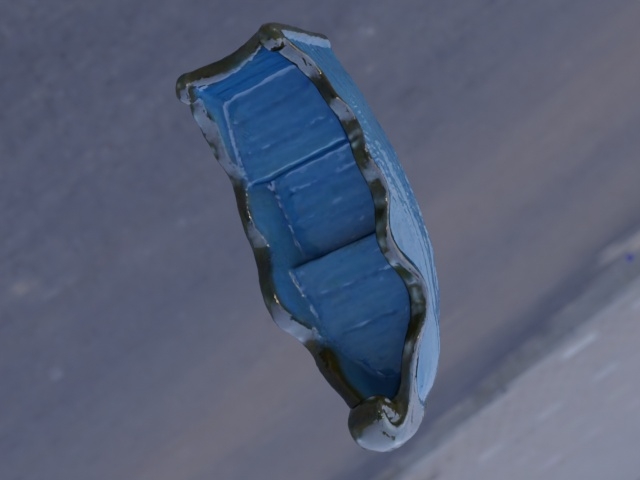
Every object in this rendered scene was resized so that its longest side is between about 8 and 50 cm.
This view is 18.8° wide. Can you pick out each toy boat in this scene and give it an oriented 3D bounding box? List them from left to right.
[{"bbox_3d":[0.000,0.000,0.830,0.075,0.186,0.077,-24,180,32],"label":"toy boat"}]
